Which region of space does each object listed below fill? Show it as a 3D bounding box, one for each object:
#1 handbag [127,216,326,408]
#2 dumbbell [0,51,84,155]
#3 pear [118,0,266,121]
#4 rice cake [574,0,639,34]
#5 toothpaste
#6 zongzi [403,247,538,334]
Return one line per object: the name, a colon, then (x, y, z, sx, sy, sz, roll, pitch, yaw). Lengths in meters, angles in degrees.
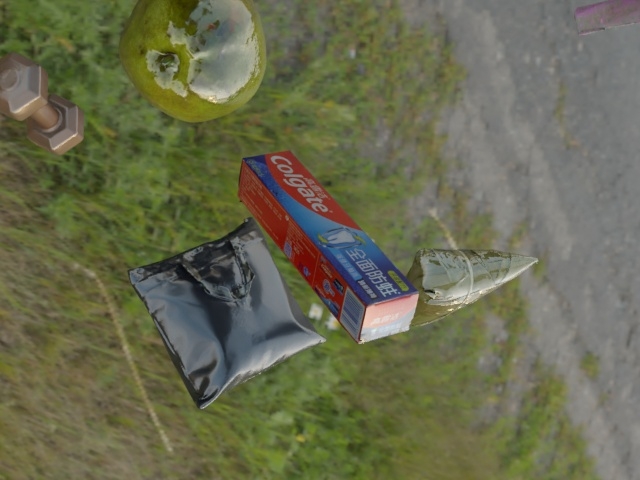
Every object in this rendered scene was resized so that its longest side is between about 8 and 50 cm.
handbag: (-0.124, 0.090, 1.538, 0.254, 0.089, 0.211, -24, 82, -46)
dumbbell: (-0.413, -0.196, 1.647, 0.082, 0.092, 0.231, -64, 169, -8)
pear: (-0.217, -0.337, 1.954, 0.321, 0.269, 0.269, -58, 149, -71)
rice cake: (0.421, -0.307, 1.476, 0.036, 0.206, 0.047, -25, 103, -37)
toothpaste: (0.001, 0.000, 1.412, 0.076, 0.320, 0.066, -13, 133, -29)
zongzi: (0.196, 0.071, 1.593, 0.178, 0.189, 0.081, -5, 65, -15)
